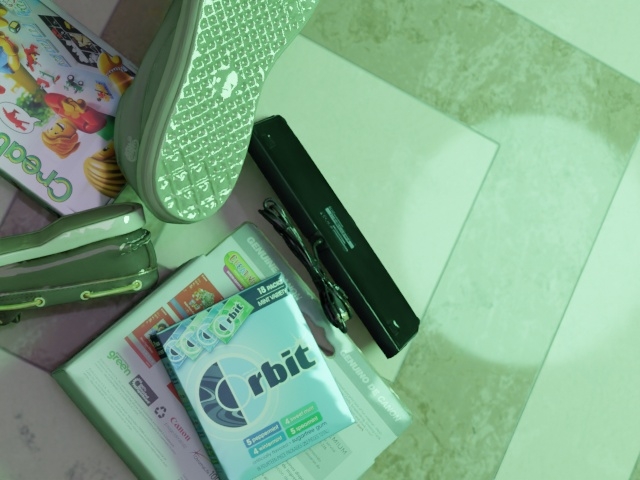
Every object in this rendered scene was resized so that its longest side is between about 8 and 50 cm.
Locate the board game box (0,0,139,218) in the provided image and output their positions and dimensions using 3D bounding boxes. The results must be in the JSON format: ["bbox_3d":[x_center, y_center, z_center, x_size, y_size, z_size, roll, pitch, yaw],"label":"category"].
[{"bbox_3d":[-0.332,-0.170,1.644,0.305,0.053,0.193,37,76,-9],"label":"board game box"}]

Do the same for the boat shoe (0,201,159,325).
[{"bbox_3d":[-0.340,0.045,1.577,0.324,0.116,0.097,-15,106,-3],"label":"boat shoe"}]

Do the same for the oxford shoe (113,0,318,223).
[{"bbox_3d":[-0.114,-0.234,1.610,0.169,0.130,0.449,27,81,-37],"label":"oxford shoe"}]

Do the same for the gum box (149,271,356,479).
[{"bbox_3d":[-0.072,0.150,1.549,0.157,0.041,0.184,-26,89,-20],"label":"gum box"}]

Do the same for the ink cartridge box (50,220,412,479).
[{"bbox_3d":[-0.097,0.179,1.627,0.272,0.130,0.309,-40,95,-18],"label":"ink cartridge box"}]

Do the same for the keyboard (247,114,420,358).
[{"bbox_3d":[0.000,0.000,1.656,0.033,0.201,0.317,-35,89,22],"label":"keyboard"}]
